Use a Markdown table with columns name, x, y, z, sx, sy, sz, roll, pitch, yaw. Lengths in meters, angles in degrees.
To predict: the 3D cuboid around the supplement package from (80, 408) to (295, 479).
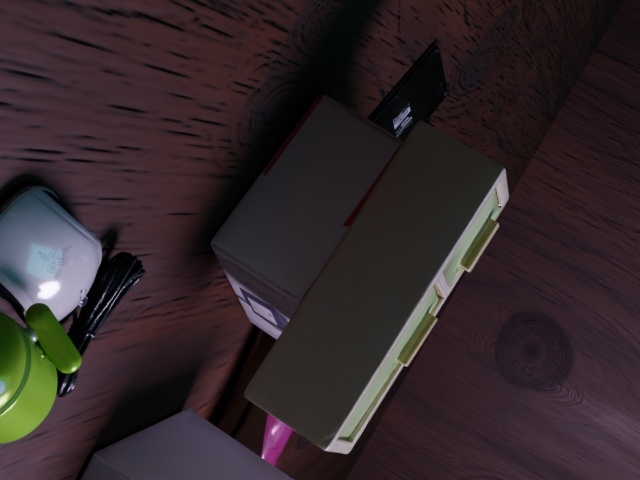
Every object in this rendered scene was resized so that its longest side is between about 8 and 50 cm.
| name | x | y | z | sx | sy | sz | roll | pitch | yaw |
| --- | --- | --- | --- | --- | --- | --- | --- | --- | --- |
| supplement package | -0.146 | 0.336 | 1.032 | 0.263 | 0.198 | 0.199 | -61 | 166 | 12 |

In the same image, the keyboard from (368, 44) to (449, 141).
| name | x | y | z | sx | sy | sz | roll | pitch | yaw |
| --- | --- | --- | --- | --- | --- | --- | --- | --- | --- |
| keyboard | 0.079 | -0.129 | 1.215 | 0.192 | 0.038 | 0.100 | -49 | 140 | -31 |

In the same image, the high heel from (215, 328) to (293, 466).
| name | x | y | z | sx | sy | sz | roll | pitch | yaw |
| --- | --- | --- | --- | --- | --- | --- | --- | --- | --- |
| high heel | -0.113 | 0.228 | 1.220 | 0.377 | 0.127 | 0.181 | -50 | 133 | -12 |

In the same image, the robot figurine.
| name | x | y | z | sx | sy | sz | roll | pitch | yaw |
| --- | --- | --- | --- | --- | --- | --- | --- | --- | --- |
| robot figurine | -0.186 | 0.074 | 0.603 | 0.101 | 0.067 | 0.115 | -32 | 162 | -8 |

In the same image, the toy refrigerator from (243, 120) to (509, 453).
| name | x | y | z | sx | sy | sz | roll | pitch | yaw |
| --- | --- | --- | --- | --- | --- | --- | --- | --- | --- |
| toy refrigerator | 0.056 | 0.045 | 0.924 | 0.269 | 0.094 | 0.102 | -58 | 164 | -5 |

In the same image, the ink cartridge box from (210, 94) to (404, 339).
| name | x | y | z | sx | sy | sz | roll | pitch | yaw |
| --- | --- | --- | --- | --- | --- | --- | --- | --- | --- |
| ink cartridge box | 0.000 | 0.000 | 1.034 | 0.172 | 0.100 | 0.237 | -54 | 165 | -14 |

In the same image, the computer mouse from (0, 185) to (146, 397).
| name | x | y | z | sx | sy | sz | roll | pitch | yaw |
| --- | --- | --- | --- | --- | --- | --- | --- | --- | --- |
| computer mouse | -0.157 | 0.030 | 0.668 | 0.106 | 0.042 | 0.193 | -54 | 166 | -15 |
